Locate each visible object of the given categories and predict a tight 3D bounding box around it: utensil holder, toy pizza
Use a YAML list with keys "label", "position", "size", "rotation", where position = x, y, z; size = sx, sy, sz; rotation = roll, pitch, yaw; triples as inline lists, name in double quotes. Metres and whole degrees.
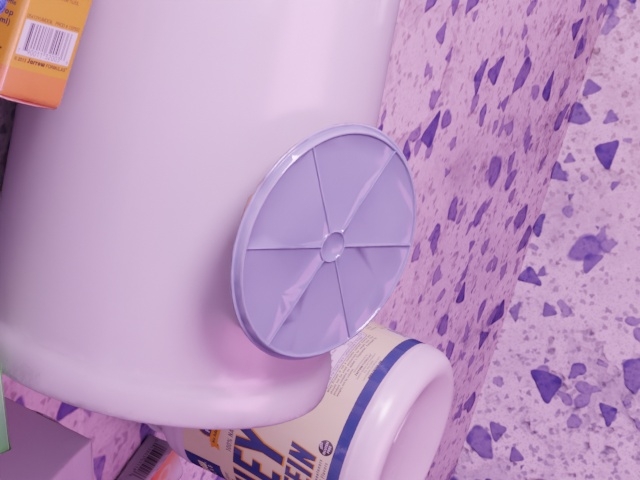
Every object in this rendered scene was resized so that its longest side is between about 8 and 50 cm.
- label: "utensil holder"
  position: [-0.115, -0.075, 1.293]
  size: [0.327, 0.327, 0.386]
  rotation: [-21, 127, -61]
- label: "toy pizza"
  position: [0.000, 0.000, 1.186]
  size: [0.201, 0.032, 0.201]
  rotation: [-22, 124, -37]

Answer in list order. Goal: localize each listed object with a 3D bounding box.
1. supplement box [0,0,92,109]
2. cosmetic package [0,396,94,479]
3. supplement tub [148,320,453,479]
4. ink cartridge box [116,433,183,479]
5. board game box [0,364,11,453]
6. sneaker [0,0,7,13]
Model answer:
- label: "supplement box"
  position: [-0.211, -0.223, 1.108]
  size: [0.080, 0.078, 0.233]
  rotation: [11, 100, -59]
- label: "cosmetic package"
  position: [-0.327, 0.262, 1.384]
  size: [0.231, 0.117, 0.085]
  rotation: [-43, 148, -43]
- label: "supplement tub"
  position: [-0.036, 0.179, 1.692]
  size: [0.235, 0.324, 0.235]
  rotation: [-49, 151, -40]
- label: "ink cartridge box"
  position: [-0.217, 0.343, 1.803]
  size: [0.145, 0.045, 0.179]
  rotation: [-54, 152, -29]
- label: "board game box"
  position: [-0.356, 0.089, 1.138]
  size: [0.213, 0.046, 0.317]
  rotation: [-24, 138, -30]
- label: "sneaker"
  position: [-0.297, -0.162, 1.048]
  size: [0.112, 0.131, 0.296]
  rotation: [-11, 121, -66]
